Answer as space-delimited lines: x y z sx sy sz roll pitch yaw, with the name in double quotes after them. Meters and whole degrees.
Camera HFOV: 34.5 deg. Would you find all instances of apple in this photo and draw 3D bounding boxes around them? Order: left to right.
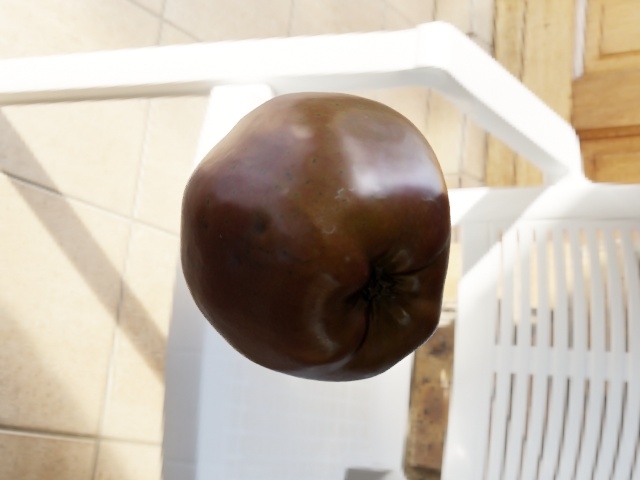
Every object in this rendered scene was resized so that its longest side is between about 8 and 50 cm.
0.000 0.002 0.800 0.234 0.234 0.234 4 85 -56 "apple"
